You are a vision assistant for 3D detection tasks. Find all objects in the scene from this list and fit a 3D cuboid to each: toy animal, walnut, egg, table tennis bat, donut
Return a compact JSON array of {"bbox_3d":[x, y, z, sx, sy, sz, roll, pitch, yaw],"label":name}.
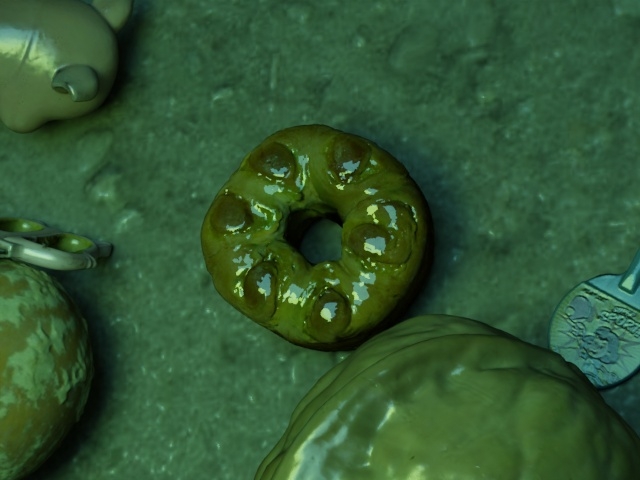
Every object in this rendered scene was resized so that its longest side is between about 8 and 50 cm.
[{"bbox_3d":[-0.326,-0.195,2.014,0.250,0.154,0.166,2,65,15],"label":"toy animal"},{"bbox_3d":[0.103,0.248,1.653,0.381,0.381,0.381,-5,71,15],"label":"walnut"},{"bbox_3d":[-0.324,0.133,1.876,0.203,0.203,0.245,5,62,18],"label":"egg"},{"bbox_3d":[0.276,0.068,1.820,0.100,0.019,0.155,30,85,24],"label":"table tennis bat"},{"bbox_3d":[0.002,-0.001,1.873,0.226,0.114,0.226,-5,71,16],"label":"donut"}]

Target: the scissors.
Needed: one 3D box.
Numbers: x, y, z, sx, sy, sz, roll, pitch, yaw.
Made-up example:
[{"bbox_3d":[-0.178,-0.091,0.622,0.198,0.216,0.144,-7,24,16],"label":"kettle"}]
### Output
[{"bbox_3d":[-0.317,0.003,1.865,0.160,0.317,0.024,18,99,21],"label":"scissors"}]
